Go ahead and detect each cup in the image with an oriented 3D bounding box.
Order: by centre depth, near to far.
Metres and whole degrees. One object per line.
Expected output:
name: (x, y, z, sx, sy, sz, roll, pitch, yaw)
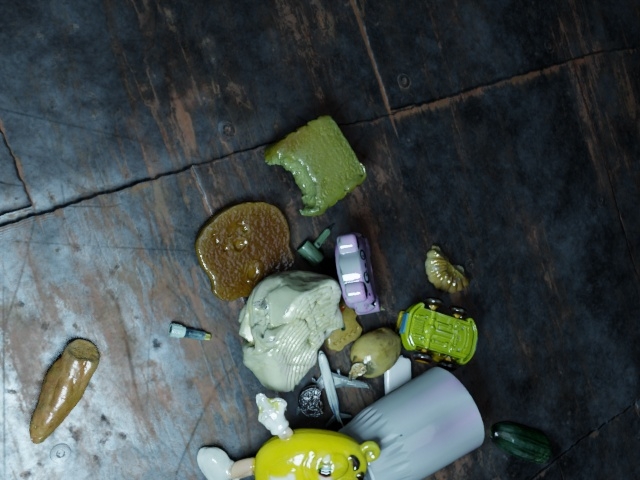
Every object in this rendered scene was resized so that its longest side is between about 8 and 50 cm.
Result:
cup: (0.252, 0.540, 1.703, 0.372, 0.253, 0.253, -23, 96, -23)

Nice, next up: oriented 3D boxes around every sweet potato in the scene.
sweet potato: (-0.602, 0.349, 1.413, 0.097, 0.097, 0.251, 32, 71, -21)

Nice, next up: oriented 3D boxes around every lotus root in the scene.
lotus root: (0.153, 0.332, 1.770, 0.221, 0.118, 0.125, -26, 71, -41)

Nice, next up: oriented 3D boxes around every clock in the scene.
clock: (0.101, 0.090, 1.695, 0.090, 0.248, 0.227, -11, 78, 9)

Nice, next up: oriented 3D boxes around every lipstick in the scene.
lipstick: (-0.336, 0.243, 1.587, 0.116, 0.037, 0.037, 16, 79, -28)

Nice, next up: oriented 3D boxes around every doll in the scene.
doll: (-0.102, 0.568, 1.538, 0.348, 0.161, 0.423, 39, 108, -9)

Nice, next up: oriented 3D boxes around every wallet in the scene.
wallet: (0.238, 0.446, 1.857, 0.095, 0.033, 0.190, 1, 86, -28)

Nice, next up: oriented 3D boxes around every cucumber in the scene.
cucumber: (0.672, 0.675, 2.041, 0.244, 0.063, 0.115, 20, 77, -22)

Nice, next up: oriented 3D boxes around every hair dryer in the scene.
hair dryer: (0.000, 0.000, 1.770, 0.071, 0.047, 0.150, 47, 62, -15)

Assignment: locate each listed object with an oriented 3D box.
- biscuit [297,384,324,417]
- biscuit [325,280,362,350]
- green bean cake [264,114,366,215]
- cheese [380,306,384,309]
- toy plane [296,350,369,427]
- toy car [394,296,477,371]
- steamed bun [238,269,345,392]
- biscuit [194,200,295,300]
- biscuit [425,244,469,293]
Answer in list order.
biscuit: (-0.020, 0.450, 1.697, 0.089, 0.027, 0.087, 36, 92, 2)
biscuit: (0.036, 0.207, 1.774, 0.166, 0.036, 0.225, -26, 98, -24)
green bean cake: (-0.022, -0.208, 1.727, 0.233, 0.124, 0.236, -37, 103, -25)
cheese: (0.150, 0.186, 1.828, 0.060, 0.041, 0.084, -28, 78, -32)
toy plane: (0.027, 0.422, 1.740, 0.226, 0.058, 0.226, -17, 89, -15)
toy car: (0.346, 0.287, 1.863, 0.248, 0.142, 0.200, 22, 74, -14)
steamed bun: (-0.096, 0.215, 1.605, 0.320, 0.206, 0.275, -52, 139, -18)
biscuit: (-0.201, 0.024, 1.661, 0.273, 0.049, 0.257, -24, 100, -24)
biscuit: (0.406, 0.105, 1.953, 0.183, 0.061, 0.118, 43, 71, -18)
